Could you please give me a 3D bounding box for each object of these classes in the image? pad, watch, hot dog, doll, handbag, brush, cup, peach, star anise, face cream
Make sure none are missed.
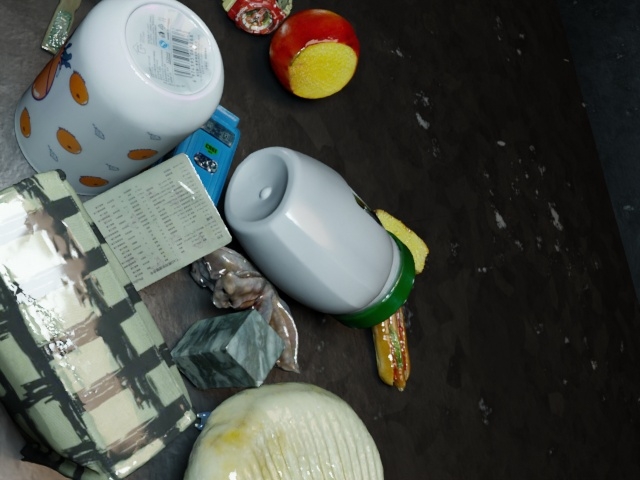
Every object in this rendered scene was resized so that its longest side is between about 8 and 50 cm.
[{"bbox_3d":[-0.288,-0.007,0.930,0.265,0.009,0.159,-29,97,-5],"label":"pad"},{"bbox_3d":[-0.145,-0.573,1.307,0.165,0.102,0.268,2,67,-40],"label":"watch"},{"bbox_3d":[0.157,0.215,1.337,0.092,0.062,0.235,-3,79,-46],"label":"hot dog"},{"bbox_3d":[-0.160,0.318,1.044,0.125,0.027,0.037,22,62,-32],"label":"doll"},{"bbox_3d":[-0.341,0.120,0.737,0.162,0.327,0.325,-33,99,-42],"label":"handbag"},{"bbox_3d":[-0.428,-0.397,1.029,0.034,0.027,0.190,27,59,-36],"label":"brush"},{"bbox_3d":[-0.290,-0.211,0.894,0.212,0.317,0.212,15,67,-39],"label":"cup"},{"bbox_3d":[-0.011,-0.396,1.296,0.190,0.190,0.192,44,39,-23],"label":"peach"},{"bbox_3d":[-0.132,0.103,1.064,0.257,0.110,0.198,50,6,-32],"label":"star anise"},{"bbox_3d":[0.000,0.000,1.123,0.357,0.219,0.312,41,10,-40],"label":"face cream"}]

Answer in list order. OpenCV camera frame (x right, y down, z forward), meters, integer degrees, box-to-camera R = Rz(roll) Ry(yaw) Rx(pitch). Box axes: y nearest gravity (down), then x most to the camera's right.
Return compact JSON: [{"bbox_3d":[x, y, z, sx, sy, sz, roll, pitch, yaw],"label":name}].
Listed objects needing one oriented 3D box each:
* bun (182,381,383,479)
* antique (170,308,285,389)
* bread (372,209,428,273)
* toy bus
[{"bbox_3d":[-0.072,0.407,0.960,0.365,0.219,0.365,16,66,-40],"label":"bun"},{"bbox_3d":[-0.157,0.179,0.980,0.088,0.183,0.086,53,47,-21],"label":"antique"},{"bbox_3d":[0.172,0.008,1.416,0.187,0.065,0.103,32,59,-32],"label":"bread"},{"bbox_3d":[-0.227,-0.119,1.047,0.113,0.134,0.246,32,58,-31],"label":"toy bus"}]
